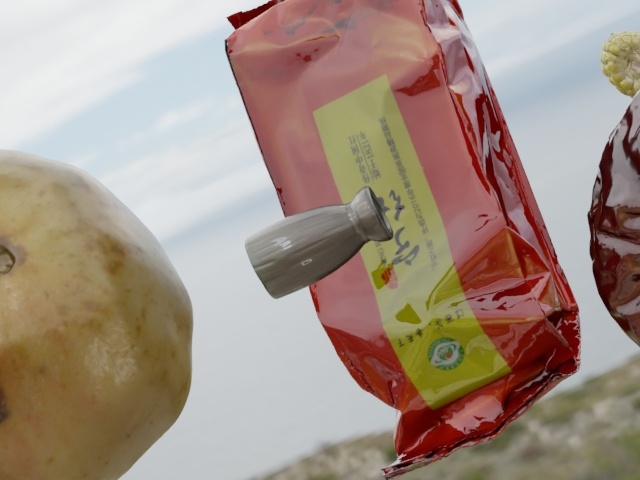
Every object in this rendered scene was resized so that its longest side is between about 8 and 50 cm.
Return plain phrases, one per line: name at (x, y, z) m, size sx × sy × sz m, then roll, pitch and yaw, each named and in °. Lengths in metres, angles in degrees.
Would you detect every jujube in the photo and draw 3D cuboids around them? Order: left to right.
jujube at (0.303, -0.027, 1.182) m, size 0.213 × 0.213 × 0.232 m, roll -27°, pitch -30°, yaw -37°

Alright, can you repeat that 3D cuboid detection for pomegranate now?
pomegranate at (-0.267, 0.096, 1.489) m, size 0.342 × 0.342 × 0.342 m, roll -25°, pitch 3°, yaw 1°

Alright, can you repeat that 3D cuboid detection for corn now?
corn at (0.316, -0.172, 1.647) m, size 0.085 × 0.063 × 0.165 m, roll 19°, pitch 9°, yaw 7°

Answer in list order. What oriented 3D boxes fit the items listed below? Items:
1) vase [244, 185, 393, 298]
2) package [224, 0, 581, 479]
vase at (0.000, 0.000, 1.217) m, size 0.100 × 0.053 × 0.053 m, roll -26°, pitch 3°, yaw 9°
package at (0.071, -0.032, 1.377) m, size 0.196 × 0.424 × 0.123 m, roll -26°, pitch -15°, yaw 21°
